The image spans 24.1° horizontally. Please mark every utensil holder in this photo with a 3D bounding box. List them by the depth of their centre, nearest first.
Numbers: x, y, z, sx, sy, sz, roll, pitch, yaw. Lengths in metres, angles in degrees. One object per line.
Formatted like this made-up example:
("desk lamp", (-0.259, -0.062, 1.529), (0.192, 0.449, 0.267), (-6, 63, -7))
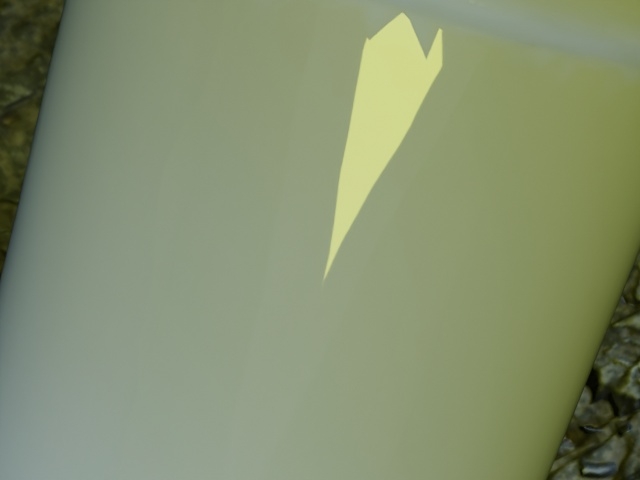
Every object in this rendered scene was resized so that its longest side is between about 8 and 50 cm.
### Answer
("utensil holder", (0.000, 0.000, 0.788), (0.328, 0.327, 0.385), (13, 108, -12))
